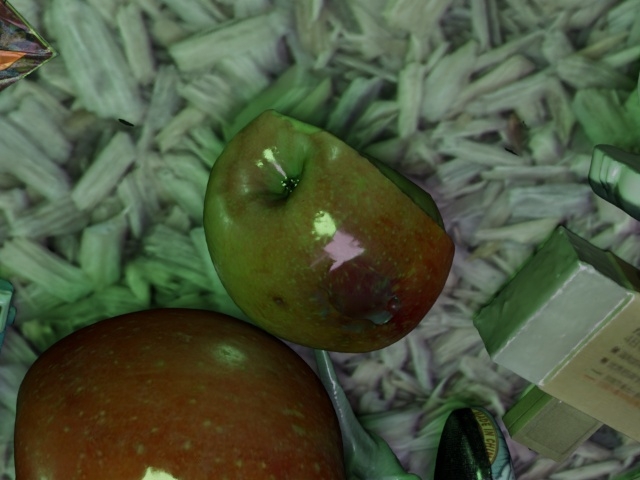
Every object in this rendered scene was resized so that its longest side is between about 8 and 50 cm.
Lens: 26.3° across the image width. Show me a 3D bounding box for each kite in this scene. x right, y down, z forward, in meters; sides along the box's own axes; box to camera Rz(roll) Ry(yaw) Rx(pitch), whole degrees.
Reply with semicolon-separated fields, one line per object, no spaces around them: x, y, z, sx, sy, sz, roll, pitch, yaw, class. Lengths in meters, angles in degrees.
-0.267;-0.153;1.075;0.125;0.008;0.222;3;125;-19;kite

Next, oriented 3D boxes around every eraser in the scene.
0.323;0.120;1.371;0.343;0.078;0.144;29;114;-28;eraser

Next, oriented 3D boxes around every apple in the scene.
-0.126;0.227;1.181;0.277;0.348;0.348;3;124;-13;apple
0.000;0.000;1.145;0.207;0.174;0.188;3;164;38;apple

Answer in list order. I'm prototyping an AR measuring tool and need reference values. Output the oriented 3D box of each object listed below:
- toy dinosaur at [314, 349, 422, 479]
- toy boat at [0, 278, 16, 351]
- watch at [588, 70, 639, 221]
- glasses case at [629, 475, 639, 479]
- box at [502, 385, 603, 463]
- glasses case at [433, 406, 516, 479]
0.045;0.220;1.325;0.092;0.205;0.393;-36;108;-12;toy dinosaur
-0.327;0.115;1.194;0.088;0.102;0.215;17;120;-21;toy boat
0.364;-0.106;1.156;0.244;0.196;0.231;15;113;-21;watch
0.338;0.331;1.527;0.297;0.075;0.113;-25;126;3;glasses case
0.244;0.186;1.425;0.079;0.035;0.083;30;114;-30;box
0.161;0.314;1.442;0.082;0.122;0.321;-8;127;-8;glasses case
